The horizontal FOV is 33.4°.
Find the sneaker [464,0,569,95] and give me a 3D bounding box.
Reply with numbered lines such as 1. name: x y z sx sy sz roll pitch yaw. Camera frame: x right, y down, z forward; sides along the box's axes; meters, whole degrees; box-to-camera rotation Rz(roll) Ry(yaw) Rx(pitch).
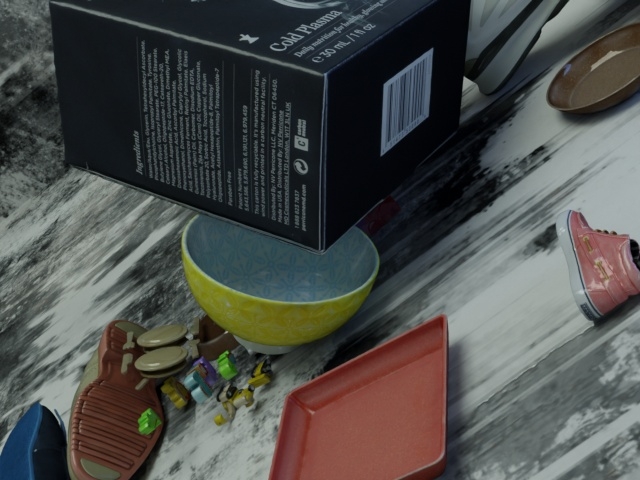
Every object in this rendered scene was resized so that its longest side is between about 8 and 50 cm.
1. sneaker: 0.292 -0.470 1.725 0.447 0.258 0.169 -57 9 30

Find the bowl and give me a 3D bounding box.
1. bowl: -0.066 0.074 1.575 0.289 0.290 0.156 -90 8 -60

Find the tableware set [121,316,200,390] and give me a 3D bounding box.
1. tableware set: -0.256 0.186 1.739 0.128 0.039 0.194 -12 16 -3

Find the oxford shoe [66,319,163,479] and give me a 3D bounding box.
1. oxford shoe: -0.343 0.293 1.731 0.146 0.141 0.397 -56 13 23

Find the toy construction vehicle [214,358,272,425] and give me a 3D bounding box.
1. toy construction vehicle: -0.112 0.227 1.571 0.086 0.035 0.098 -29 17 25

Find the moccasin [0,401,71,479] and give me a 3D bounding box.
1. moccasin: -0.444 0.390 1.697 0.137 0.117 0.342 -49 25 13

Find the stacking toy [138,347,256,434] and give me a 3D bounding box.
1. stacking toy: -0.178 0.214 1.609 0.167 0.052 0.221 -37 5 9

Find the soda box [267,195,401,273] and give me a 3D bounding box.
1. soda box: 0.000 0.000 1.741 0.263 0.083 0.092 -44 22 -5

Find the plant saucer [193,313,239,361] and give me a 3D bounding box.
1. plant saucer: -0.158 0.135 1.817 0.168 0.029 0.168 -35 23 17

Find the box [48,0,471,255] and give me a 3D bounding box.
1. box: -0.077 -0.266 1.672 0.472 0.297 0.480 18 36 25

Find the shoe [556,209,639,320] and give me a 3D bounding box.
1. shoe: 0.328 0.014 1.231 0.081 0.063 0.178 -29 30 23

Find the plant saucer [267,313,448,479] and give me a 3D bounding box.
1. plant saucer: 0.054 0.231 1.279 0.259 0.047 0.258 -29 25 24

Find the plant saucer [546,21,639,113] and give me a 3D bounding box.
1. plant saucer: 0.429 -0.248 1.578 0.199 0.036 0.198 -34 24 17
